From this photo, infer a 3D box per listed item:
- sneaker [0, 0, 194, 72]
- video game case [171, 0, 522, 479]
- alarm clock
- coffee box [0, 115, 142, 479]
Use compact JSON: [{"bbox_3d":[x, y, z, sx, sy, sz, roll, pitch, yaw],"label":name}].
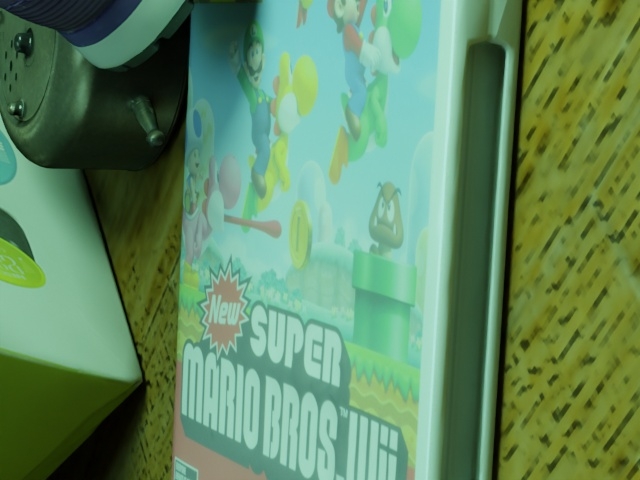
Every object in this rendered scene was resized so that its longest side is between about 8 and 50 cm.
[{"bbox_3d":[-0.110,-0.195,0.686,0.107,0.124,0.283,-45,37,29],"label":"sneaker"},{"bbox_3d":[0.000,0.000,0.619,0.204,0.025,0.285,-165,77,-64],"label":"video game case"},{"bbox_3d":[-0.109,-0.095,0.811,0.192,0.064,0.129,-173,84,-67],"label":"alarm clock"},{"bbox_3d":[-0.340,0.003,0.864,0.338,0.338,0.334,-44,47,27],"label":"coffee box"}]
